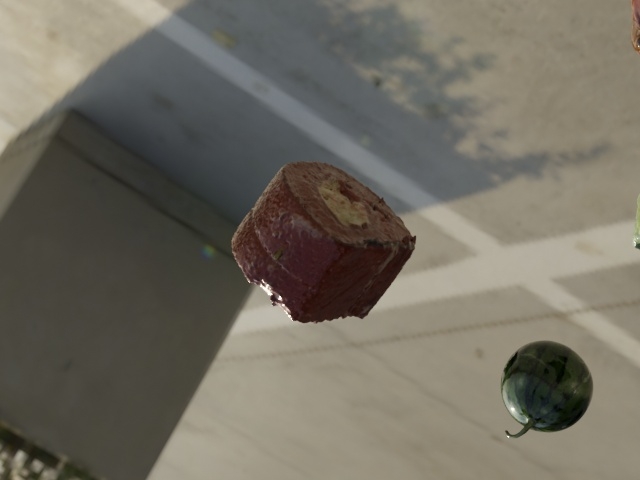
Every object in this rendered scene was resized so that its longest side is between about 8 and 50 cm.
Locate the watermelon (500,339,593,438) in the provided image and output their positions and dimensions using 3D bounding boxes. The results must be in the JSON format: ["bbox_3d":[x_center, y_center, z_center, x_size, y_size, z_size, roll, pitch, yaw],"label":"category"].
[{"bbox_3d":[0.240,0.158,1.507,0.109,0.109,0.109,26,163,9],"label":"watermelon"}]

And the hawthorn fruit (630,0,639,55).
[{"bbox_3d":[0.394,-0.213,1.317,0.162,0.203,0.163,162,90,-86],"label":"hawthorn fruit"}]

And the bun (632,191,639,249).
[{"bbox_3d":[0.374,0.007,1.346,0.126,0.213,0.204,9,167,-1],"label":"bun"}]

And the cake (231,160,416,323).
[{"bbox_3d":[0.000,0.000,1.890,0.177,0.151,0.283,42,-158,22],"label":"cake"}]
